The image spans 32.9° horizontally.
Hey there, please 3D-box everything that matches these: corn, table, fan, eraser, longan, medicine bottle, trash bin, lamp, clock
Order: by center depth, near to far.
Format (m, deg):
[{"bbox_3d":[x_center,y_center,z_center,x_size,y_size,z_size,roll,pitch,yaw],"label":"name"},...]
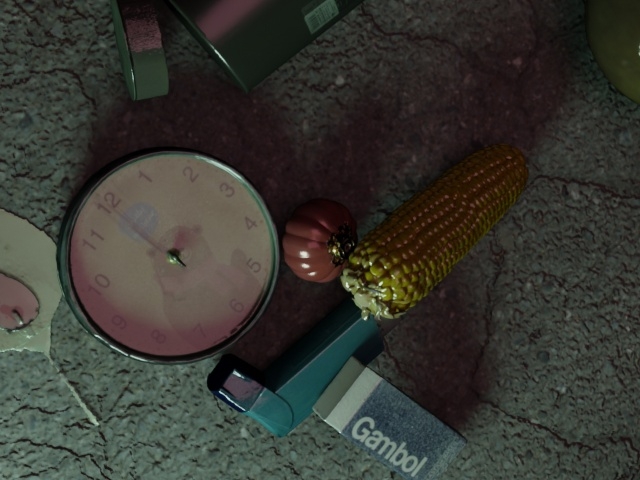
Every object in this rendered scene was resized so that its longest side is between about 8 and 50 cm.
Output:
[{"bbox_3d":[-0.214,-0.234,1.282,0.043,0.133,0.133,-12,97,-13],"label":"table"},{"bbox_3d":[-0.020,-0.346,1.283,0.334,0.214,0.214,-41,101,1],"label":"trash bin"},{"bbox_3d":[-0.364,0.107,1.336,0.182,0.010,0.310,-37,100,-8],"label":"fan"},{"bbox_3d":[-0.185,0.019,1.346,0.281,0.055,0.280,-1,94,-14],"label":"clock"},{"bbox_3d":[0.000,0.000,1.367,0.107,0.092,0.107,-17,114,-43],"label":"lamp"},{"bbox_3d":[0.151,-0.021,1.368,0.305,0.106,0.106,-41,102,-24],"label":"corn"},{"bbox_3d":[0.480,-0.304,1.377,0.300,0.243,0.300,-3,120,-5],"label":"longan"},{"bbox_3d":[-0.012,0.143,1.381,0.258,0.079,0.124,-38,105,-8],"label":"medicine bottle"},{"bbox_3d":[0.091,0.237,1.394,0.212,0.046,0.092,40,87,-32],"label":"eraser"}]
